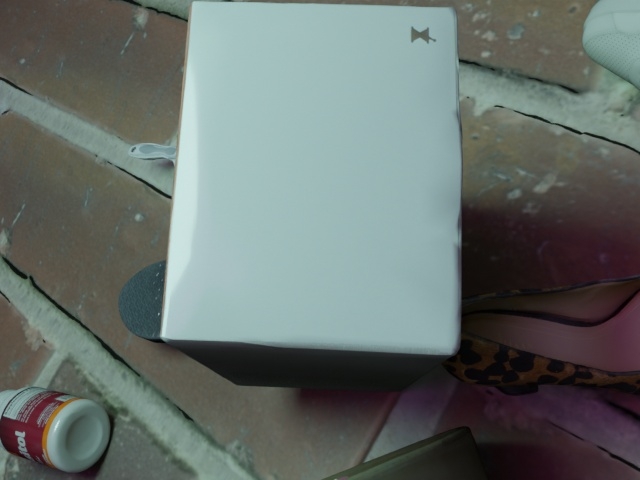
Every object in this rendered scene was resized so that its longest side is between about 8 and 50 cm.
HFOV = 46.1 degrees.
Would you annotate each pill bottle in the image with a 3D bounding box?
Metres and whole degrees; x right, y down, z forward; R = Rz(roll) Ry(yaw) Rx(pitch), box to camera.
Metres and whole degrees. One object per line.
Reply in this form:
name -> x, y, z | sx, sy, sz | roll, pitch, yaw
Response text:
pill bottle -> -0.335, 0.224, 0.911 | 0.152, 0.086, 0.086 | 2, 71, 35

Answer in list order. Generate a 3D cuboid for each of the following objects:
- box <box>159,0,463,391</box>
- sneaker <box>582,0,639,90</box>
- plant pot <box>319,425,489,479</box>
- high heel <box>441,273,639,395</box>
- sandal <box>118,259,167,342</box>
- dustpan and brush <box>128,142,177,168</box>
box -> 0.000, 0.000, 0.593 | 0.168, 0.345, 0.215 | 2, 75, 1
sneaker -> 0.312, -0.094, 0.614 | 0.292, 0.108, 0.169 | 34, 87, 37
plant pot -> 0.012, 0.321, 0.528 | 0.323, 0.323, 0.280 | -28, 72, 20
high heel -> 0.219, 0.057, 0.557 | 0.261, 0.186, 0.093 | -23, 59, 23
sandal -> -0.117, 0.062, 0.866 | 0.254, 0.054, 0.097 | -14, 65, 16
dustpan and brush -> -0.153, -0.105, 0.951 | 0.211, 0.060, 0.147 | 3, 72, 34
